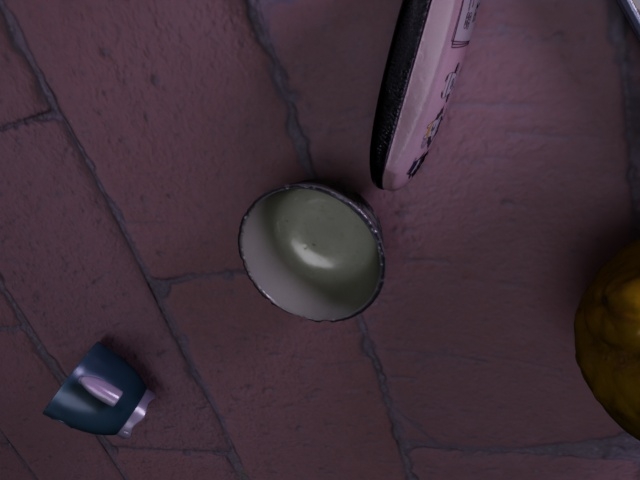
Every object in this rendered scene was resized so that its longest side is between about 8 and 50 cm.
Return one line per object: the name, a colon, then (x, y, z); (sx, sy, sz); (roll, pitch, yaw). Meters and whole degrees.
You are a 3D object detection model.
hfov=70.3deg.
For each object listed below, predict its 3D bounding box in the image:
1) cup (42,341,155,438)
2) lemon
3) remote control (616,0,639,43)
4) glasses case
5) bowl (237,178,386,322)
cup: (-0.456, 0.332, 0.970); (0.173, 0.168, 0.299); (36, 150, -13)
lemon: (0.442, 0.118, 0.477); (0.315, 0.285, 0.286); (-7, 117, -3)
remote control: (0.339, -0.249, 0.440); (0.087, 0.047, 0.244); (-32, 103, 27)
glasses case: (0.117, -0.201, 0.498); (0.075, 0.122, 0.315); (21, 121, 14)
bowl: (0.000, 0.000, 0.653); (0.211, 0.112, 0.212); (9, 120, 16)
